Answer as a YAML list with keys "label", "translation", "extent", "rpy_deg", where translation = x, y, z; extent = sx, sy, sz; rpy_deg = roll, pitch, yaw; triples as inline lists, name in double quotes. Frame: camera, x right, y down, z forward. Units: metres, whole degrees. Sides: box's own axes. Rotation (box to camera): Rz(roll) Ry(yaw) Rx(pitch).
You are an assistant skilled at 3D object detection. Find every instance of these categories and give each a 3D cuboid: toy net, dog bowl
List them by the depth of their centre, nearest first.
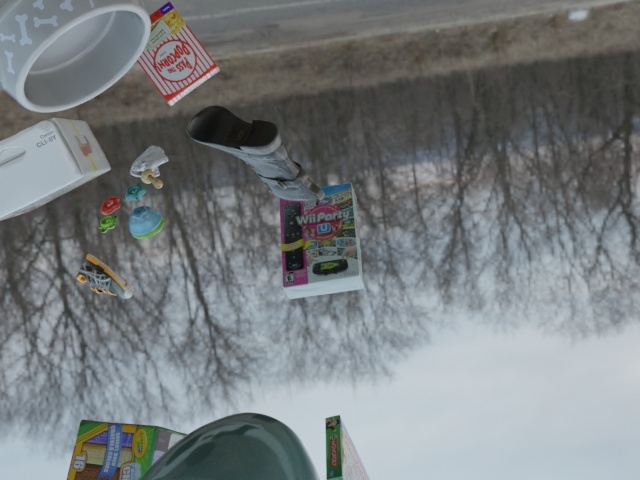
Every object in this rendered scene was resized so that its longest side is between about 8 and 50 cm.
- label: "dog bowl"
  translation: [-0.487, -0.388, 1.593]
  extent: [0.349, 0.102, 0.349]
  rpy_deg: [-38, 173, -6]
- label: "toy net"
  translation: [-0.360, -0.096, 1.599]
  extent: [0.122, 0.045, 0.232]
  rpy_deg: [-10, -135, 14]

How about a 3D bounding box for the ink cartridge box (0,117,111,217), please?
- label: "ink cartridge box"
  translation: [-0.717, -0.178, 2.042]
  extent: [0.279, 0.160, 0.384]
  rpy_deg: [-27, -172, -1]

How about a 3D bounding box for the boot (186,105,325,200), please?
- label: "boot"
  translation: [-0.137, -0.165, 1.684]
  extent: [0.263, 0.091, 0.229]
  rpy_deg: [20, 160, 32]

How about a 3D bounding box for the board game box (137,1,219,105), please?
- label: "board game box"
  translation: [-0.353, -0.438, 1.899]
  extent: [0.147, 0.193, 0.045]
  rpy_deg: [-37, 179, -1]

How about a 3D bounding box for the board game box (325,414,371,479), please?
- label: "board game box"
  translation: [0.086, 0.653, 2.165]
  extent: [0.046, 0.317, 0.213]
  rpy_deg: [-17, -148, 11]

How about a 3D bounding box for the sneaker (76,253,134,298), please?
- label: "sneaker"
  translation: [-0.613, 0.119, 2.303]
  extent: [0.215, 0.083, 0.084]
  rpy_deg: [29, 167, 36]

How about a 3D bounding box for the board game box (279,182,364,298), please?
- label: "board game box"
  translation: [0.000, 0.000, 2.325]
  extent: [0.224, 0.303, 0.097]
  rpy_deg: [-9, 151, 9]

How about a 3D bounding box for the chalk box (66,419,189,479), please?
- label: "chalk box"
  translation: [-0.359, 0.484, 1.685]
  extent: [0.289, 0.179, 0.180]
  rpy_deg: [-3, 158, 32]

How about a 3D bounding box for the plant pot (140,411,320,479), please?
- label: "plant pot"
  translation: [-0.114, 0.371, 1.189]
  extent: [0.290, 0.290, 0.195]
  rpy_deg: [-5, -146, 21]
